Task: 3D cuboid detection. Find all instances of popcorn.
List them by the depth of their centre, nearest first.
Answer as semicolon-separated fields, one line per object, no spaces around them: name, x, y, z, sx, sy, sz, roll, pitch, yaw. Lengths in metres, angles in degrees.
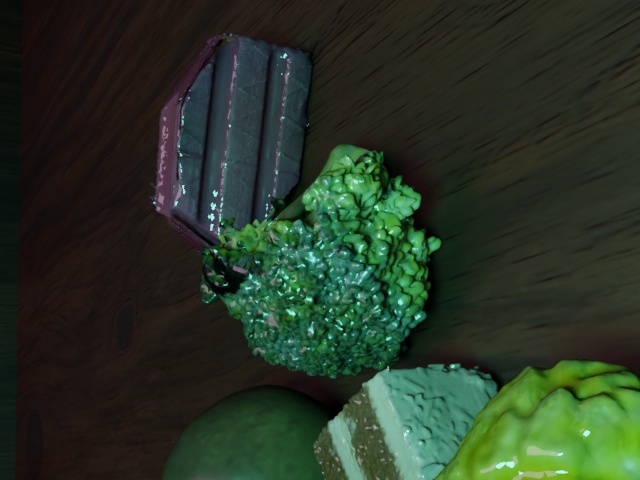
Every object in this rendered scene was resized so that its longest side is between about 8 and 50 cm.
popcorn;0.184;0.194;0.526;0.251;0.206;0.237;-27;45;36

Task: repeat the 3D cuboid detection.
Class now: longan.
longan;-0.050;0.277;0.894;0.215;0.246;0.246;-28;61;41

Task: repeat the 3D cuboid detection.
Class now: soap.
soap;-0.116;-0.114;1.080;0.112;0.182;0.289;2;87;63

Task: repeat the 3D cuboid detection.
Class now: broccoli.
broccoli;0.000;0.000;0.855;0.263;0.247;0.243;74;-149;-48

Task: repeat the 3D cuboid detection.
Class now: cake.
cake;0.088;0.188;0.738;0.134;0.135;0.147;65;143;39
